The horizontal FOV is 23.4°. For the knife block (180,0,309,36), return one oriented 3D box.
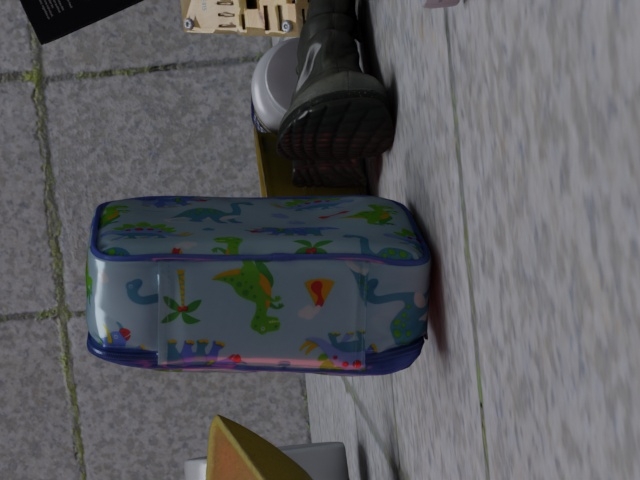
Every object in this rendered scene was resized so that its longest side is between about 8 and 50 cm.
[{"bbox_3d":[-0.046,-0.315,1.901,0.275,0.242,0.088,8,111,40],"label":"knife block"}]

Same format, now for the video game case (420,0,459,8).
[{"bbox_3d":[0.050,-0.229,0.682,0.183,0.023,0.201,98,166,-77],"label":"video game case"}]

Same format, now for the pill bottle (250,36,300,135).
[{"bbox_3d":[-0.017,-0.132,1.411,0.169,0.094,0.094,111,153,-83],"label":"pill bottle"}]

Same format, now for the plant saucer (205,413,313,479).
[{"bbox_3d":[-0.009,0.365,1.350,0.333,0.081,0.333,-135,44,-53],"label":"plant saucer"}]

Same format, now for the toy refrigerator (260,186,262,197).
[{"bbox_3d":[-0.012,-0.007,1.605,0.269,0.094,0.102,91,179,-60],"label":"toy refrigerator"}]

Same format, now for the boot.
[{"bbox_3d":[0.006,-0.138,1.190,0.246,0.083,0.161,113,157,-80],"label":"boot"}]

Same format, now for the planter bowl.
[{"bbox_3d":[0.000,0.000,1.364,0.217,0.090,0.217,172,90,-86],"label":"planter bowl"}]

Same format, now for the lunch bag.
[{"bbox_3d":[-0.040,0.023,1.000,0.176,0.219,0.090,-111,22,-72],"label":"lunch bag"}]

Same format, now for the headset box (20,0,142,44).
[{"bbox_3d":[-0.106,-0.278,1.208,0.246,0.283,0.131,-104,-9,-76],"label":"headset box"}]

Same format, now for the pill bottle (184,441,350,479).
[{"bbox_3d":[-0.044,0.435,1.763,0.224,0.224,0.392,114,150,-84],"label":"pill bottle"}]
